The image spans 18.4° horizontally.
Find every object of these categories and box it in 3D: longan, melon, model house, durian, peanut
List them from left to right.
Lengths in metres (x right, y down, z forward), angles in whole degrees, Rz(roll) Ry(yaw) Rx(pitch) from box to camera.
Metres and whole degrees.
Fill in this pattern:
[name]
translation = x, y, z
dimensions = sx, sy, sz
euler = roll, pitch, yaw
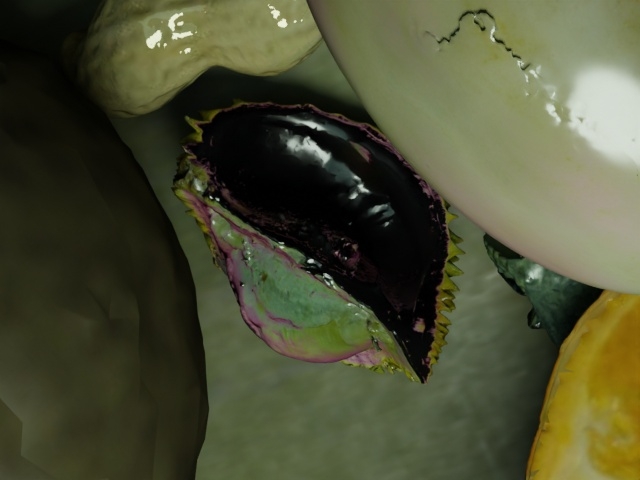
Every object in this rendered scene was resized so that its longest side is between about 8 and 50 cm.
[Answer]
[longan]
translation = -0.249, 0.072, 0.998
dimensions = 0.391, 0.391, 0.391
euler = 3, 105, 12
[peanut]
translation = -0.059, -0.120, 1.064
dimensions = 0.187, 0.082, 0.082
euler = -17, 100, 17
[durian]
translation = -0.002, 0.002, 1.087
dimensions = 0.187, 0.119, 0.108
euler = 37, 146, 4
[melon]
translation = 0.117, -0.121, 0.946
dimensions = 0.223, 0.223, 0.317
euler = -37, 95, 18
[model house]
translation = 0.139, 0.022, 1.073
dimensions = 0.079, 0.066, 0.083
euler = -22, 117, 6

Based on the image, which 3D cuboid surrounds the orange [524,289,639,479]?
[orange]
translation = 0.211, 0.171, 0.974
dimensions = 0.274, 0.310, 0.274
euler = 8, 128, 10
